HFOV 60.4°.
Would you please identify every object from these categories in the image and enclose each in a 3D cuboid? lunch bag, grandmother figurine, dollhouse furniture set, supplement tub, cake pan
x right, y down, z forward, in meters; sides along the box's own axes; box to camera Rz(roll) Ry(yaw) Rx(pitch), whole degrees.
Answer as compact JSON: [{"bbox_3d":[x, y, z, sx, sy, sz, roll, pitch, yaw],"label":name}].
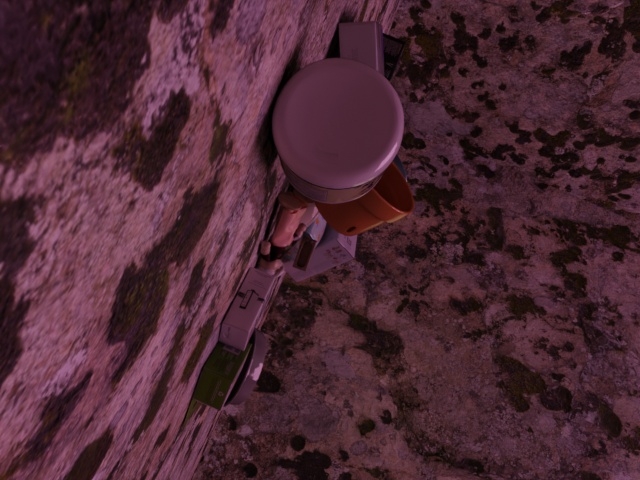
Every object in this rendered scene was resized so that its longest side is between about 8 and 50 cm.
[{"bbox_3d":[-0.057,-0.063,2.145,0.223,0.160,0.262,-65,-176,-31],"label":"lunch bag"},{"bbox_3d":[-0.122,-0.008,1.716,0.208,0.104,0.342,-16,144,-43],"label":"grandmother figurine"},{"bbox_3d":[-0.112,0.049,1.891,0.123,0.151,0.143,-62,173,-79],"label":"dollhouse furniture set"},{"bbox_3d":[0.029,-0.199,1.104,0.325,0.236,0.235,96,17,-87],"label":"supplement tub"},{"bbox_3d":[-0.265,0.418,1.845,0.293,0.054,0.293,-48,-152,37],"label":"cake pan"}]

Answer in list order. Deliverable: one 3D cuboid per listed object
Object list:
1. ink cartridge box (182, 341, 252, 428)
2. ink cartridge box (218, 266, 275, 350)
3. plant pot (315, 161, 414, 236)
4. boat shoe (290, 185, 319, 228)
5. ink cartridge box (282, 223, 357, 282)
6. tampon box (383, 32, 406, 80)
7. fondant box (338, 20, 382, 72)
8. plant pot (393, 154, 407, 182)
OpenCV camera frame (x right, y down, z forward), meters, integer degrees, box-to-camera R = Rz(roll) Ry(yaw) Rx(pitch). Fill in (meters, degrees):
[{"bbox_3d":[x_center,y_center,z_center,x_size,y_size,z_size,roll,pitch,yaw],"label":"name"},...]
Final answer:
[{"bbox_3d":[-0.313,0.439,1.665,0.188,0.097,0.255,-66,179,-64],"label":"ink cartridge box"},{"bbox_3d":[-0.218,0.206,1.638,0.148,0.086,0.203,112,0,-56],"label":"ink cartridge box"},{"bbox_3d":[0.116,-0.146,1.673,0.204,0.291,0.290,-38,-166,29],"label":"plant pot"},{"bbox_3d":[-0.038,-0.179,1.800,0.097,0.117,0.324,38,-76,55],"label":"boat shoe"},{"bbox_3d":[0.000,0.000,2.372,0.310,0.130,0.271,-24,-146,30],"label":"ink cartridge box"},{"bbox_3d":[0.217,-0.694,2.043,0.120,0.161,0.101,112,1,-71],"label":"tampon box"},{"bbox_3d":[0.120,-0.462,1.492,0.330,0.096,0.238,-68,155,-69],"label":"fondant box"},{"bbox_3d":[0.157,-0.208,1.960,0.256,0.271,0.271,-21,166,-13],"label":"plant pot"}]
